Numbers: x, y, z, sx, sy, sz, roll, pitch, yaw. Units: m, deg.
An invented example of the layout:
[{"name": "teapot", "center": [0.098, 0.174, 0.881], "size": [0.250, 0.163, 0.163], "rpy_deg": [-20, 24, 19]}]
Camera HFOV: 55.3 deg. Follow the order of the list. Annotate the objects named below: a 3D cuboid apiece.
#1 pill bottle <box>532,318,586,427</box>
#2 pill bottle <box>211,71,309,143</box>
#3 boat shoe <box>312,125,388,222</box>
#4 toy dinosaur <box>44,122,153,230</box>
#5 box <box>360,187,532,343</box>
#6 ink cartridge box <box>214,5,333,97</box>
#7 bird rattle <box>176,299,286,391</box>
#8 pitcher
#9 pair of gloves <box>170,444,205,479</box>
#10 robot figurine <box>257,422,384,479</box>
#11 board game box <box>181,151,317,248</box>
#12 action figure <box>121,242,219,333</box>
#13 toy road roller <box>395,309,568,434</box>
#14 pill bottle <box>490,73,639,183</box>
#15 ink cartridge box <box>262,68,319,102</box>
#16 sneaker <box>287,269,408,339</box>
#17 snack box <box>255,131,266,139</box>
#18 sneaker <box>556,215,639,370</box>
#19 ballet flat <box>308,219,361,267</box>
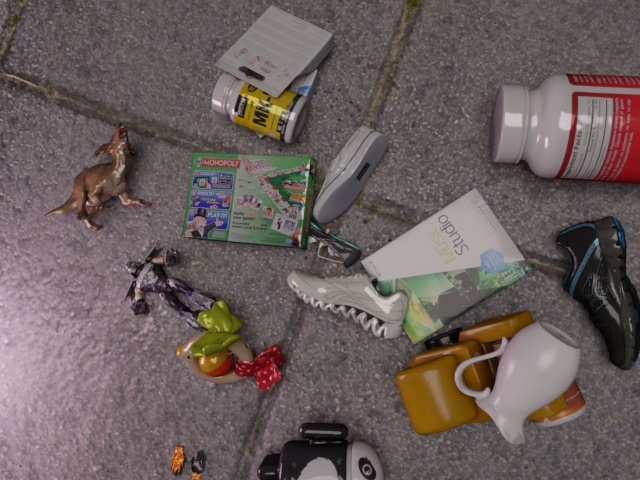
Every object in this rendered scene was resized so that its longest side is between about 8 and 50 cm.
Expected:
[{"name": "pill bottle", "center": [0.487, 0.289, 1.352], "size": [0.121, 0.121, 0.216], "rpy_deg": [-23, 83, 4]}, {"name": "pill bottle", "center": [-0.142, -0.319, 1.452], "size": [0.209, 0.119, 0.119], "rpy_deg": [22, 88, 6]}, {"name": "boat shoe", "center": [0.057, -0.159, 1.464], "size": [0.084, 0.095, 0.258], "rpy_deg": [37, 87, 36]}, {"name": "toy dinosaur", "center": [-0.548, -0.150, 1.513], "size": [0.296, 0.127, 0.200], "rpy_deg": [-23, 76, 16]}, {"name": "box", "center": [0.288, 0.059, 1.426], "size": [0.322, 0.058, 0.232], "rpy_deg": [-34, 82, 5]}, {"name": "ink cartridge box", "center": [-0.108, -0.443, 1.464], "size": [0.189, 0.066, 0.232], "rpy_deg": [31, 72, 16]}, {"name": "bird rattle", "center": [-0.211, 0.263, 1.420], "size": [0.207, 0.253, 0.143], "rpy_deg": [-25, 41, 24]}, {"name": "pitcher", "center": [0.360, 0.240, 1.131], "size": [0.178, 0.126, 0.207], "rpy_deg": [38, 109, 27]}, {"name": "pair of gloves", "center": [-0.321, 0.539, 1.481], "size": [0.083, 0.010, 0.074], "rpy_deg": [10, 87, 6]}, {"name": "robot figurine", "center": [0.003, 0.532, 1.361], "size": [0.279, 0.173, 0.209], "rpy_deg": [-3, 129, 6]}, {"name": "board game box", "center": [-0.172, -0.098, 1.462], "size": [0.318, 0.046, 0.213], "rpy_deg": [5, 85, 21]}, {"name": "action figure", "center": [-0.367, 0.118, 1.479], "size": [0.285, 0.099, 0.185], "rpy_deg": [29, 98, 12]}, {"name": "toy road roller", "center": [0.313, 0.294, 1.268], "size": [0.241, 0.330, 0.202], "rpy_deg": [-16, 82, -40]}, {"name": "pill bottle", "center": [0.591, -0.243, 1.329], "size": [0.408, 0.229, 0.228], "rpy_deg": [5, 86, 7]}, {"name": "ink cartridge box", "center": [-0.076, -0.391, 1.506], "size": [0.123, 0.052, 0.088], "rpy_deg": [20, 87, 9]}, {"name": "sneaker", "center": [0.064, 0.118, 1.403], "size": [0.292, 0.110, 0.118], "rpy_deg": [22, 104, 15]}, {"name": "snack box", "center": [-0.179, -0.340, 1.528], "size": [0.064, 0.022, 0.178], "rpy_deg": [-40, 83, 2]}, {"name": "sneaker", "center": [0.629, 0.121, 1.370], "size": [0.140, 0.125, 0.340], "rpy_deg": [-12, 87, 33]}, {"name": "ballet flat", "center": [0.000, 0.000, 1.459], "size": [0.203, 0.074, 0.074], "rpy_deg": [32, 90, 6]}]
